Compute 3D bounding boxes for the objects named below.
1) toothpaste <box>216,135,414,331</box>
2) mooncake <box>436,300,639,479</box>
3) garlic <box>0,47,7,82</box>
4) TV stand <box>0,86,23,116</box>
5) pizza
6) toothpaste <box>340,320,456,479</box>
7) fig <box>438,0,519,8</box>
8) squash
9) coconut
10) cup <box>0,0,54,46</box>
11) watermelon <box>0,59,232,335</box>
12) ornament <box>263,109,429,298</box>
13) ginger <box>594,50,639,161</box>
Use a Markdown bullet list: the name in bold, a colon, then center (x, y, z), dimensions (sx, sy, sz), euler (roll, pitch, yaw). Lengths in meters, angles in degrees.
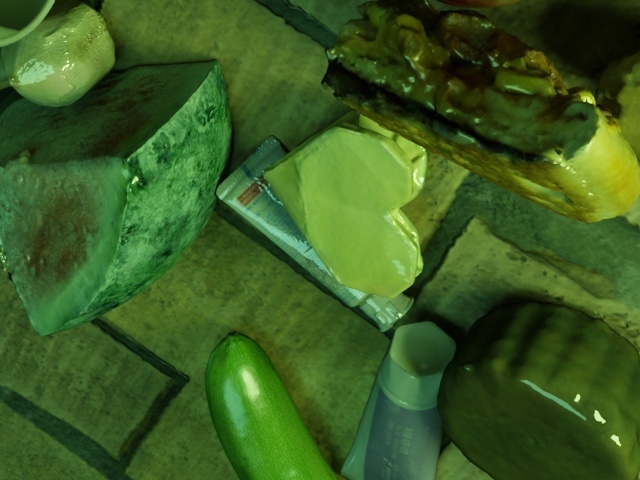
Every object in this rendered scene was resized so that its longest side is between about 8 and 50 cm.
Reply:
- **toothpaste**: center (0.000, 0.000, 1.786), dimensions (0.234, 0.057, 0.089), euler (44, 104, -9)
- **mooncake**: center (0.235, 0.166, 1.726), dimensions (0.228, 0.124, 0.228), euler (22, 145, 17)
- **garlic**: center (-0.397, -0.203, 1.827), dimensions (0.124, 0.174, 0.099), euler (20, 115, 41)
- **TV stand**: center (-0.433, -0.105, 2.004), dimensions (0.269, 0.083, 0.088), euler (-11, 124, 43)
- **pizza**: center (0.134, -0.106, 1.386), dimensions (0.278, 0.114, 0.409), euler (32, 179, -5)
- **toothpaste**: center (0.090, 0.220, 1.935), dimensions (0.125, 0.080, 0.371), euler (27, 146, 13)
- **fig**: center (0.122, -0.297, 1.285), dimensions (0.235, 0.214, 0.235), euler (50, 165, 18)
- **squash**: center (-0.046, 0.278, 2.073), dimensions (0.107, 0.107, 0.395), euler (-1, 129, 39)
- **coconut**: center (-0.280, -0.194, 1.754), dimensions (0.110, 0.124, 0.110), euler (21, 132, 24)
- **cup**: center (-0.441, -0.307, 1.702), dimensions (0.317, 0.212, 0.212), euler (8, 133, 35)
- **watermelon**: center (-0.251, -0.065, 1.819), dimensions (0.258, 0.228, 0.387), euler (42, 138, 10)
- **ornament**: center (0.021, -0.044, 1.699), dimensions (0.180, 0.059, 0.201), euler (15, 128, 22)
- **ginger**: center (0.387, -0.051, 1.374), dimensions (0.354, 0.126, 0.190), euler (32, 161, 2)
